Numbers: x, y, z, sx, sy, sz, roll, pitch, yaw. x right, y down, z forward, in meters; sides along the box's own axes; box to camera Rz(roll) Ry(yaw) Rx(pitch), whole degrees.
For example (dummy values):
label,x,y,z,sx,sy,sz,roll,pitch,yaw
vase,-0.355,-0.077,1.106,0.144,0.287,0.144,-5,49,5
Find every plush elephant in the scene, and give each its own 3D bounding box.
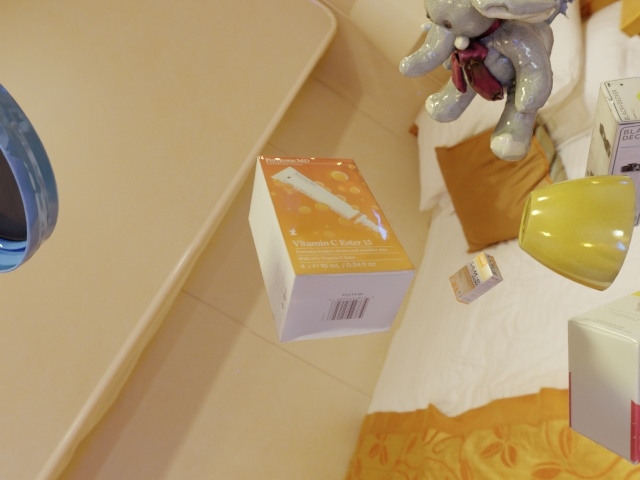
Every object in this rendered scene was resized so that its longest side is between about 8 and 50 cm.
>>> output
label,x,y,z,sx,sy,sz,roll,pitch,yaw
plush elephant,0.248,-0.327,0.776,0.330,0.255,0.272,-62,34,29

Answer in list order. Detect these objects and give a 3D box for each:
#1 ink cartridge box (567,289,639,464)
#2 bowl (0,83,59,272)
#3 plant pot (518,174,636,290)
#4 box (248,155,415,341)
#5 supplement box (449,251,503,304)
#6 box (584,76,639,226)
label,x,y,z,sx,sy,sz,roll,pitch,yaw
ink cartridge box,0.751,0.271,1.080,0.160,0.385,0.279,17,117,63
bowl,-0.597,-0.129,0.786,0.391,0.391,0.077,-50,0,38
plant pot,0.289,-0.016,0.562,0.134,0.095,0.134,10,-90,-75
box,0.000,0.000,0.926,0.345,0.215,0.168,-112,28,-45
supplement box,0.316,0.078,0.984,0.098,0.036,0.062,-47,36,35
box,0.654,-0.184,1.051,0.169,0.087,0.290,-77,-24,-43
